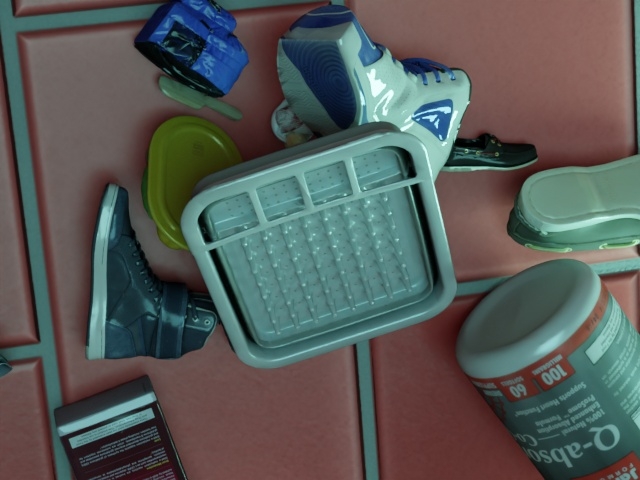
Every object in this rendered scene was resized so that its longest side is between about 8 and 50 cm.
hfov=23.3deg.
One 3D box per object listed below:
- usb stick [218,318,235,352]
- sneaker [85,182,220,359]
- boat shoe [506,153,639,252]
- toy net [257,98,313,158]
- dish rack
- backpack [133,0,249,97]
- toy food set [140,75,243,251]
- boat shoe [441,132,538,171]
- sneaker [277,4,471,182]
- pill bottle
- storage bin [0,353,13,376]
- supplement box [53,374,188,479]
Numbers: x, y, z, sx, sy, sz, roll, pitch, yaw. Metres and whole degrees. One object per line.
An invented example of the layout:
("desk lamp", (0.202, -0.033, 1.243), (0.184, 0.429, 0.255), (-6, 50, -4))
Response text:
("usb stick", (0.004, 0.065, 1.967), (0.278, 0.045, 0.077), (-21, 107, -9))
("sneaker", (-0.199, 0.041, 1.882), (0.163, 0.086, 0.226), (4, 112, -4))
("boat shoe", (0.387, -0.043, 2.012), (0.305, 0.091, 0.109), (-4, 62, -17))
("toy net", (-0.058, -0.096, 1.919), (0.122, 0.045, 0.232), (26, 94, 11))
("dish rack", (0.000, 0.000, 1.817), (0.285, 0.072, 0.333), (-18, 137, 0))
("backpack", (-0.141, -0.230, 1.833), (0.120, 0.098, 0.101), (37, 89, -18))
("toy food set", (-0.161, -0.074, 1.863), (0.128, 0.071, 0.218), (16, 60, -28))
("boat shoe", (0.213, -0.113, 1.973), (0.133, 0.049, 0.042), (-2, 112, -9))
("sneaker", (0.077, -0.178, 1.861), (0.182, 0.127, 0.315), (-54, 135, -26))
("pill bottle", (0.352, 0.219, 2.003), (0.210, 0.210, 0.363), (-39, 109, -2))
("storage bin", (-0.449, 0.140, 1.857), (0.135, 0.098, 0.091), (-25, 80, -6))
("supplement box", (-0.233, 0.305, 1.952), (0.130, 0.073, 0.239), (-20, 106, -8))
